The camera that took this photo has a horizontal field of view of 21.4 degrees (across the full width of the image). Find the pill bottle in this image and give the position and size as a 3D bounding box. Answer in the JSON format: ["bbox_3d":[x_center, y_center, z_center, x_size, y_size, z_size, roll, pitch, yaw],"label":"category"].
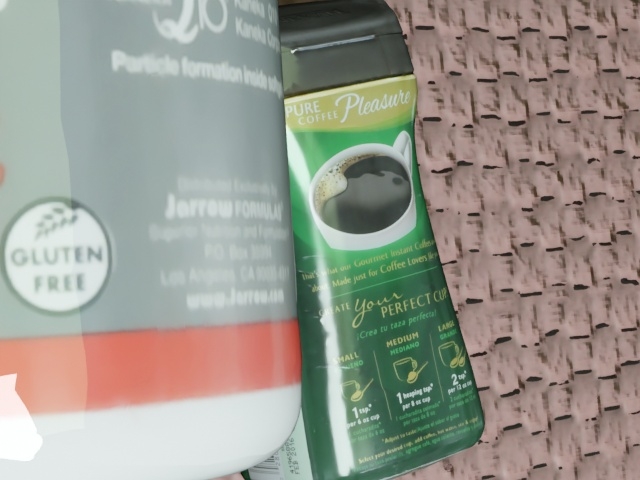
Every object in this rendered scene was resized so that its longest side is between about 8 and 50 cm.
[{"bbox_3d":[-0.119,-0.109,0.501,0.210,0.210,0.362,-3,87,-36],"label":"pill bottle"}]

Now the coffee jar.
[{"bbox_3d":[0.000,0.000,0.659,0.096,0.079,0.184,-14,95,-33],"label":"coffee jar"}]
